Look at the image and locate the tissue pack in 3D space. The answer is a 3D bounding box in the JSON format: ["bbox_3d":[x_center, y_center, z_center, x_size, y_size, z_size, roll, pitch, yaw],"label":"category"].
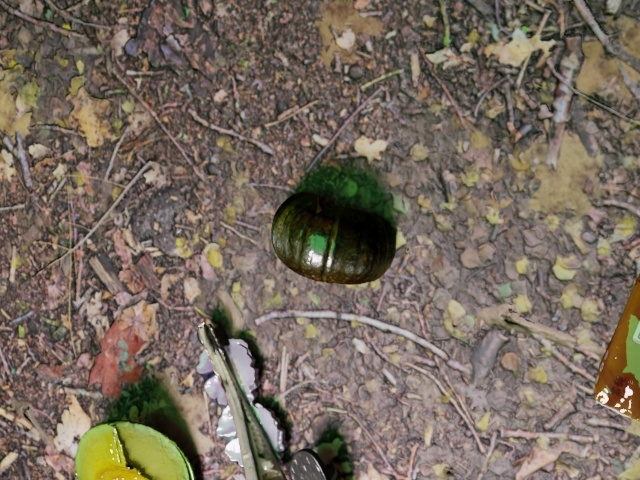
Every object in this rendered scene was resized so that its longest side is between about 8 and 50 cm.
[{"bbox_3d":[0.412,0.089,1.557,0.092,0.183,0.226,27,109,20],"label":"tissue pack"}]

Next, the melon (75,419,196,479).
[{"bbox_3d":[-0.287,0.391,2.042,0.169,0.129,0.265,-5,97,52],"label":"melon"}]

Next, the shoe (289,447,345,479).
[{"bbox_3d":[0.013,0.371,1.905,0.071,0.049,0.179,-11,109,42],"label":"shoe"}]

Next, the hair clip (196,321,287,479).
[{"bbox_3d":[-0.120,0.256,1.949,0.106,0.084,0.292,-30,76,34],"label":"hair clip"}]

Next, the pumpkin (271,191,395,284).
[{"bbox_3d":[0.000,0.000,1.830,0.183,0.108,0.119,16,109,29],"label":"pumpkin"}]
